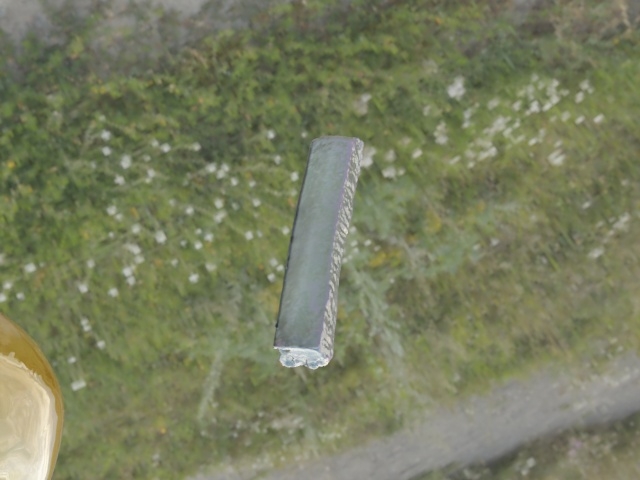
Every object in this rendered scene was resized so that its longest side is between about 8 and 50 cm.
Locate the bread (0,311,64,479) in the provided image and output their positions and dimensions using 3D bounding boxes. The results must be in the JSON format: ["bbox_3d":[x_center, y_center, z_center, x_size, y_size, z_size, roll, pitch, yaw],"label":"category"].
[{"bbox_3d":[-0.215,0.181,0.423,0.316,0.211,0.270,-52,-176,22],"label":"bread"}]

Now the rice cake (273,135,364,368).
[{"bbox_3d":[0.000,0.000,0.783,0.047,0.207,0.036,1,145,10],"label":"rice cake"}]
